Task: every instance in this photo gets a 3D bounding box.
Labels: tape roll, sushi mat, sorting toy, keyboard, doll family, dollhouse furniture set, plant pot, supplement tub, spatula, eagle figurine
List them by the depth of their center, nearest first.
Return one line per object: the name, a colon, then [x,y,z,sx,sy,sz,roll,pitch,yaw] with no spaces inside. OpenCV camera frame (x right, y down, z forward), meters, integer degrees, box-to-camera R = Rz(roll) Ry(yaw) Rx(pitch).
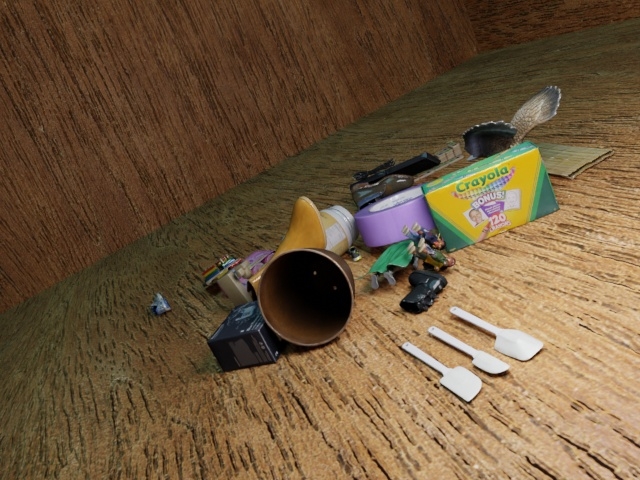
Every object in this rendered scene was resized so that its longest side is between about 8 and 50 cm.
spatula: [0.256,0.189,1.041,0.168,0.019,0.242,-36,19,-11]
plant pot: [-0.008,0.104,1.370,0.215,0.216,0.230,-20,5,17]
doll family: [0.255,0.019,1.371,0.076,0.111,0.193,-55,18,28]
eagle figurine: [0.485,-0.250,1.513,0.225,0.298,0.226,4,48,18]
tape roll: [0.234,-0.077,1.614,0.274,0.090,0.275,-22,9,4]
sushi mat: [0.653,-0.228,1.645,0.151,0.019,0.316,-29,18,-6]
dollhouse furniture set: [-0.173,0.114,1.665,0.151,0.144,0.123,-32,7,33]
supplement tub: [0.000,0.000,1.697,0.199,0.144,0.144,-36,21,-29]
sorting toy: [-0.341,0.095,1.953,0.132,0.046,0.274,-38,5,-17]
keyboard: [0.234,-0.234,2.016,0.317,0.033,0.201,-21,-17,34]

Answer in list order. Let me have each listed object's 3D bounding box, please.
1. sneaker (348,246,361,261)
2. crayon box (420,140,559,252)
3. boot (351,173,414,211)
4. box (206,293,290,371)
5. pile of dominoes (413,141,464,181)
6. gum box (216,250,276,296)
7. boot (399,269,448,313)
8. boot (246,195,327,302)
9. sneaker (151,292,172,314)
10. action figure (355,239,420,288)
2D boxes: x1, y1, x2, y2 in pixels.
sneaker: [0.095,0.030,1.660,0.031,0.035,0.083,-26,18,-3]
crayon box: [0.401,-0.103,1.404,0.278,0.165,0.081,-23,18,11]
boot: [0.216,-0.154,1.994,0.219,0.082,0.106,-13,45,10]
box: [-0.156,0.218,1.393,0.158,0.093,0.156,-17,20,28]
pile of dominoes: [0.385,-0.284,2.133,0.251,0.040,0.196,-26,18,-1]
gum box: [-0.218,0.101,1.846,0.107,0.062,0.188,-4,29,50]
boot: [0.209,0.112,1.275,0.099,0.045,0.121,-41,21,-24]
boot: [-0.093,0.052,1.482,0.211,0.295,0.104,-28,42,-31]
sneaker: [-0.553,0.219,1.997,0.058,0.052,0.135,-37,20,-18]
action figure: [0.195,0.045,1.443,0.137,0.064,0.232,-14,15,37]
